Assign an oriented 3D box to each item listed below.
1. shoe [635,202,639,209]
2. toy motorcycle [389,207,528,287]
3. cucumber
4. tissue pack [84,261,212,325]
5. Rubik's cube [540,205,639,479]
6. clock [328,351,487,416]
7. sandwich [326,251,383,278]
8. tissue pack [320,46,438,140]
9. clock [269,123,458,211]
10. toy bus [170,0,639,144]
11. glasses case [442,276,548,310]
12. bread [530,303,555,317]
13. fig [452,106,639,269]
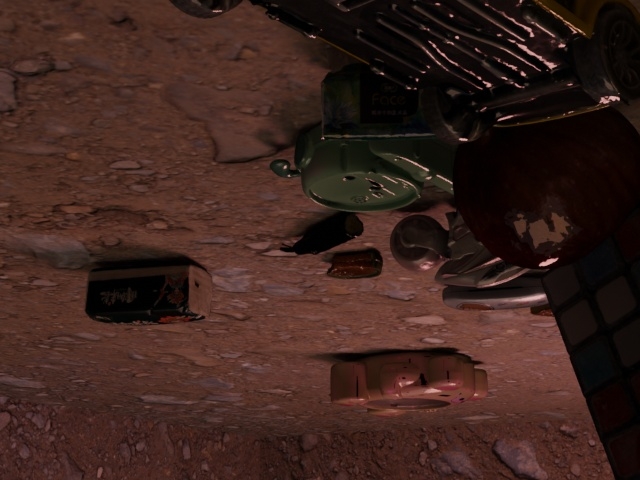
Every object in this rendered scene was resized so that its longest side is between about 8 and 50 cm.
[{"bbox_3d":[0.394,-0.040,1.152,0.071,0.049,0.179,-1,144,-13],"label":"shoe"},{"bbox_3d":[0.207,0.004,1.189,0.254,0.112,0.112,-8,160,23],"label":"toy motorcycle"},{"bbox_3d":[0.000,0.000,1.307,0.043,0.039,0.163,31,150,-19],"label":"cucumber"},{"bbox_3d":[-0.262,0.084,1.500,0.170,0.090,0.103,-3,165,15],"label":"tissue pack"},{"bbox_3d":[0.475,0.110,1.094,0.293,0.286,0.292,18,135,-38],"label":"Rubik's cube"},{"bbox_3d":[0.203,0.326,2.213,0.310,0.114,0.284,-9,159,26],"label":"clock"},{"bbox_3d":[0.050,0.039,1.445,0.101,0.026,0.069,-8,162,27],"label":"sandwich"},{"bbox_3d":[0.058,-0.129,0.842,0.111,0.079,0.085,0,-166,4],"label":"tissue pack"},{"bbox_3d":[0.046,-0.075,1.026,0.189,0.060,0.148,-13,158,41],"label":"clock"},{"bbox_3d":[0.058,-0.172,0.568,0.330,0.152,0.144,19,161,-40],"label":"toy bus"},{"bbox_3d":[0.282,0.085,1.547,0.179,0.045,0.067,-5,161,19],"label":"glasses case"},{"bbox_3d":[0.411,0.106,1.625,0.095,0.035,0.090,7,162,-20],"label":"bread"},{"bbox_3d":[0.184,-0.074,0.889,0.207,0.175,0.175,30,149,-30],"label":"fig"}]
